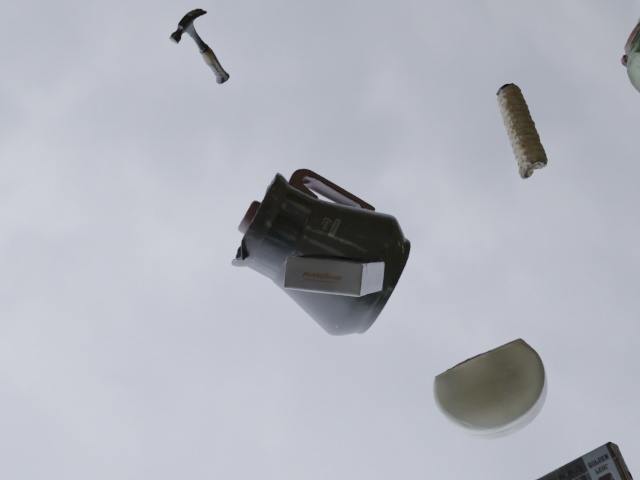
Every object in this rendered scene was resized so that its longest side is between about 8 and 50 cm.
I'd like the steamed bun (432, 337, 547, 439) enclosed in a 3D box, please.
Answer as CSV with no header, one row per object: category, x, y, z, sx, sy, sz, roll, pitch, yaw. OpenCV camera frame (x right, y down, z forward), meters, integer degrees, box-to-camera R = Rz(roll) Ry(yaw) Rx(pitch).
steamed bun,0.369,0.327,2.225,0.164,0.241,0.146,69,-171,24

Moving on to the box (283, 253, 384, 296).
box,0.031,0.065,2.035,0.149,0.067,0.233,3,-179,14

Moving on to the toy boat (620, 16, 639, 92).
toy boat,0.471,-0.256,1.480,0.089,0.071,0.185,18,155,34

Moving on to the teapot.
teapot,0.000,0.000,2.393,0.361,0.306,0.376,29,-138,-6

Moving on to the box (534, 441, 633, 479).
box,0.540,0.562,1.977,0.047,0.180,0.325,30,-147,-45

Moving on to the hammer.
hammer,-0.198,-0.331,1.825,0.021,0.078,0.201,30,171,24

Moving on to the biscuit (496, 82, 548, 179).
biscuit,0.368,-0.203,1.938,0.055,0.061,0.219,23,-142,-30
